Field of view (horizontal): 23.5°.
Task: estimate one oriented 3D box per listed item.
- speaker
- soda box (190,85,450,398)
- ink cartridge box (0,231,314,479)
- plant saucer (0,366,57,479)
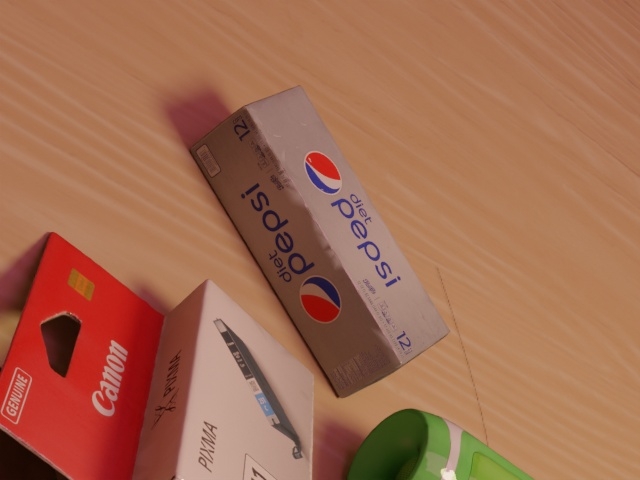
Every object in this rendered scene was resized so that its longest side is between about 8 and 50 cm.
[{"bbox_3d":[0.166,0.276,1.431,0.296,0.131,0.131,37,41,-24],"label":"speaker"},{"bbox_3d":[0.000,0.000,1.478,0.098,0.091,0.286,-28,85,-52],"label":"soda box"},{"bbox_3d":[-0.117,0.120,1.207,0.261,0.066,0.296,43,19,-19],"label":"ink cartridge box"},{"bbox_3d":[-0.295,0.163,1.077,0.278,0.041,0.278,27,45,-31],"label":"plant saucer"}]
